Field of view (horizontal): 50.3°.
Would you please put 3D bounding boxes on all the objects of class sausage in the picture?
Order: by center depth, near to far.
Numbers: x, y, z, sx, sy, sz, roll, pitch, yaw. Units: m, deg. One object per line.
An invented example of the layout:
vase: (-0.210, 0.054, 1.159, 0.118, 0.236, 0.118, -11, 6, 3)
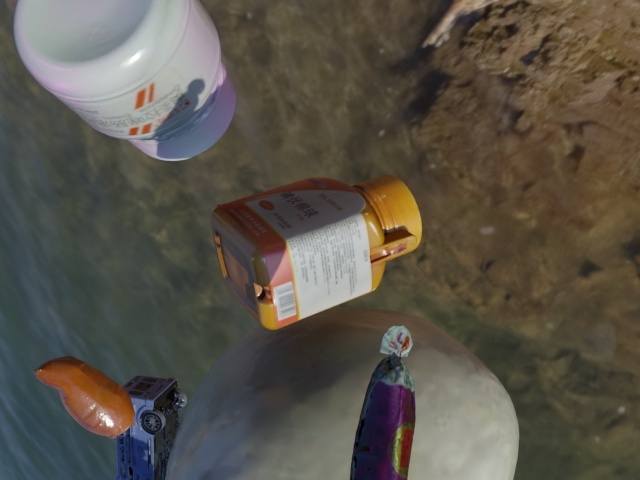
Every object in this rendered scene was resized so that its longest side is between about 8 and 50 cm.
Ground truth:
sausage: (-0.387, 0.253, 1.127, 0.179, 0.089, 0.089, 44, 134, -13)

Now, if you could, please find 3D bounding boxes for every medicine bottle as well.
medicine bottle: (0.000, -0.001, 0.804, 0.149, 0.222, 0.112, 38, 142, 52)
medicine bottle: (-0.263, -0.264, 0.998, 0.241, 0.302, 0.241, -3, 74, 11)

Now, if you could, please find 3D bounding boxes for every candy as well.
candy: (0.047, 0.147, 0.500, 0.043, 0.045, 0.175, 3, 75, 30)
candy: (0.011, 0.239, 0.755, 0.386, 0.427, 0.186, 7, 132, 21)

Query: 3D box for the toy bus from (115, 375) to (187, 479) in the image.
toy bus: (-0.384, 0.457, 1.525, 0.133, 0.125, 0.292, 6, 106, 14)
